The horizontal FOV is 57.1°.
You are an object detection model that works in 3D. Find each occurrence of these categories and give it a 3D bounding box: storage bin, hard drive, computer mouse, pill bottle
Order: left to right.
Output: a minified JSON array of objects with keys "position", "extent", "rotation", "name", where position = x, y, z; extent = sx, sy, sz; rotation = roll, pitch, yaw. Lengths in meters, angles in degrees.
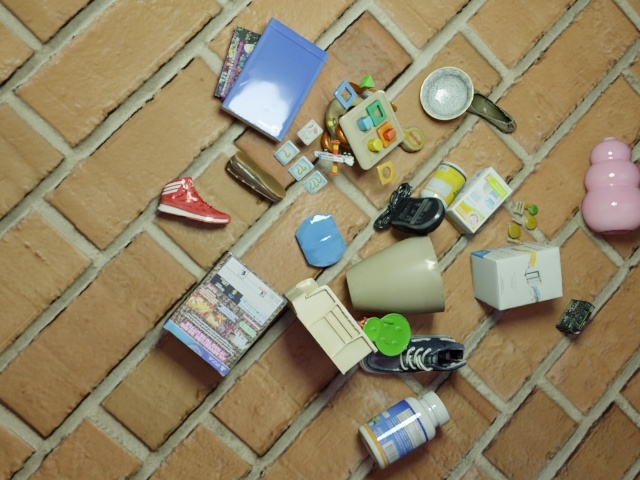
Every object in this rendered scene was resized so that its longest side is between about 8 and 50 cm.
[{"position":[-0.138,-0.492,1.813],"extent":[0.210,0.040,0.319],"rotation":[30,83,-14],"name":"hard drive"},{"position":[0.015,0.244,1.777],"extent":[0.123,0.262,0.260],"rotation":[-38,97,-7],"name":"storage bin"},{"position":[0.270,0.598,1.886],"extent":[0.272,0.152,0.152],"rotation":[-28,96,-11],"name":"pill bottle"},{"position":[0.302,-0.083,1.848],"extent":[0.072,0.272,0.188],"rotation":[41,80,-29],"name":"computer mouse"},{"position":[0.393,-0.161,1.936],"extent":[0.103,0.103,0.184],"rotation":[37,83,-10],"name":"pill bottle"}]

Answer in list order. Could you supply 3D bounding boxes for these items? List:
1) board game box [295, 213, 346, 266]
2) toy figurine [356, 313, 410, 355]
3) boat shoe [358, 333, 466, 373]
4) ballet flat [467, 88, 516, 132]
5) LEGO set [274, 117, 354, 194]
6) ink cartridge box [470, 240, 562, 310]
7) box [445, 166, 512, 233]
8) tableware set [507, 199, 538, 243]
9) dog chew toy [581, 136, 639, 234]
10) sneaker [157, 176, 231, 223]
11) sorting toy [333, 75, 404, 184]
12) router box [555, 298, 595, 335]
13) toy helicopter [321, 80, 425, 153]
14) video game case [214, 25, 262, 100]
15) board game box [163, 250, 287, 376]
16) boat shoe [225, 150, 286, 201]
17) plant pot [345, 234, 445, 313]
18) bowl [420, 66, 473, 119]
[{"position":[0.000,0.000,1.891],"extent":[0.133,0.033,0.169],"rotation":[-25,90,-6],"name":"board game box"},{"position":[0.168,0.281,1.857],"extent":[0.173,0.159,0.130],"rotation":[17,83,-26],"name":"toy figurine"},{"position":[0.300,0.367,1.889],"extent":[0.340,0.158,0.127],"rotation":[-8,92,-12],"name":"boat shoe"},{"position":[0.565,-0.447,1.995],"extent":[0.250,0.058,0.084],"rotation":[33,83,-10],"name":"ballet flat"},{"position":[-0.013,-0.261,1.801],"extent":[0.182,0.060,0.244],"rotation":[47,125,-8],"name":"LEGO set"},{"position":[0.647,0.110,1.946],"extent":[0.232,0.171,0.168],"rotation":[-10,101,-13],"name":"ink cartridge box"},{"position":[0.517,-0.131,1.962],"extent":[0.203,0.103,0.114],"rotation":[-45,98,-8],"name":"box"},{"position":[0.703,-0.059,2.045],"extent":[0.104,0.024,0.154],"rotation":[16,86,-15],"name":"tableware set"},{"position":[1.006,-0.191,2.024],"extent":[0.206,0.206,0.332],"rotation":[2,82,-12],"name":"dog chew toy"},{"position":[-0.373,-0.125,1.784],"extent":[0.221,0.087,0.128],"rotation":[12,89,-13],"name":"sneaker"},{"position":[0.168,-0.337,1.789],"extent":[0.196,0.047,0.348],"rotation":[-40,114,-27],"name":"sorting toy"},{"position":[0.885,0.266,2.046],"extent":[0.038,0.092,0.122],"rotation":[36,84,-10],"name":"router box"},{"position":[0.183,-0.378,1.900],"extent":[0.355,0.140,0.235],"rotation":[12,78,-22],"name":"toy helicopter"},{"position":[-0.198,-0.523,1.842],"extent":[0.210,0.042,0.232],"rotation":[17,87,-13],"name":"video game case"},{"position":[-0.286,0.212,1.773],"extent":[0.232,0.141,0.291],"rotation":[42,82,-9],"name":"board game box"},{"position":[-0.201,-0.188,1.834],"extent":[0.207,0.073,0.073],"rotation":[42,120,-6],"name":"boat shoe"},{"position":[0.225,0.129,1.848],"extent":[0.274,0.256,0.256],"rotation":[-13,93,2],"name":"plant pot"},{"position":[0.421,-0.479,1.941],"extent":[0.170,0.080,0.170],"rotation":[1,94,19],"name":"bowl"}]
